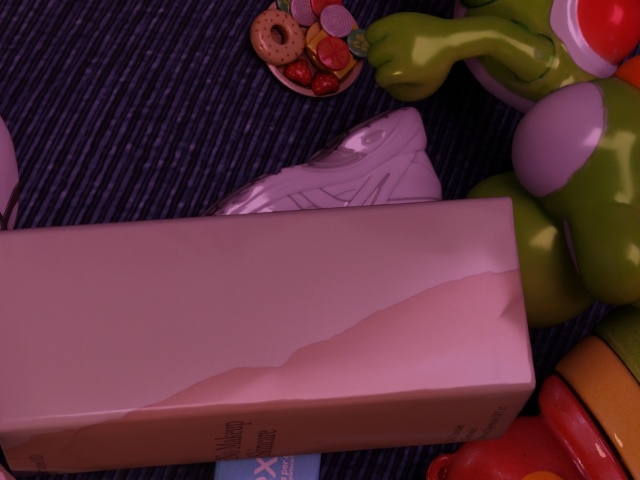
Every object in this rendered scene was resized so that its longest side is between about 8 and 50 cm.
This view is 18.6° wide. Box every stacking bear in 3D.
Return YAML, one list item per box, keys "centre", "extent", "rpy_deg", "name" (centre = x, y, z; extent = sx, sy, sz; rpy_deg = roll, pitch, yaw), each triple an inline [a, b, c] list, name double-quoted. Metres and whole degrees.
- centre: [0.215, 0.125, 1.310]
  extent: [0.289, 0.164, 0.175]
  rpy_deg: [-31, 99, -3]
  name: "stacking bear"

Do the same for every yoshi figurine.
- centre: [0.133, -0.091, 1.340]
  extent: [0.203, 0.203, 0.362]
  rpy_deg: [-10, 60, -8]
  name: "yoshi figurine"

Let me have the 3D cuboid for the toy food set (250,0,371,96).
- centre: [-0.005, -0.143, 1.393]
  extent: [0.083, 0.020, 0.082]
  rpy_deg: [45, 63, -5]
  name: "toy food set"

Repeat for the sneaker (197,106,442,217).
- centre: [0.000, 0.000, 1.317]
  extent: [0.232, 0.090, 0.115]
  rpy_deg: [-29, 91, -26]
  name: "sneaker"

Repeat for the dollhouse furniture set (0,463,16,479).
- centre: [-0.244, 0.143, 1.115]
  extent: [0.129, 0.183, 0.129]
  rpy_deg: [46, 63, -5]
  name: "dollhouse furniture set"

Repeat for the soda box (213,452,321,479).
- centre: [-0.038, 0.172, 1.251]
  extent: [0.067, 0.071, 0.210]
  rpy_deg: [8, 71, -3]
  name: "soda box"

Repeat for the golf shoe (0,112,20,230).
- centre: [-0.223, -0.008, 1.221]
  extent: [0.077, 0.094, 0.198]
  rpy_deg: [12, 69, -18]
  name: "golf shoe"

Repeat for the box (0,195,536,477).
- centre: [-0.040, 0.060, 1.174]
  extent: [0.311, 0.148, 0.121]
  rpy_deg: [-5, 72, -4]
  name: "box"
